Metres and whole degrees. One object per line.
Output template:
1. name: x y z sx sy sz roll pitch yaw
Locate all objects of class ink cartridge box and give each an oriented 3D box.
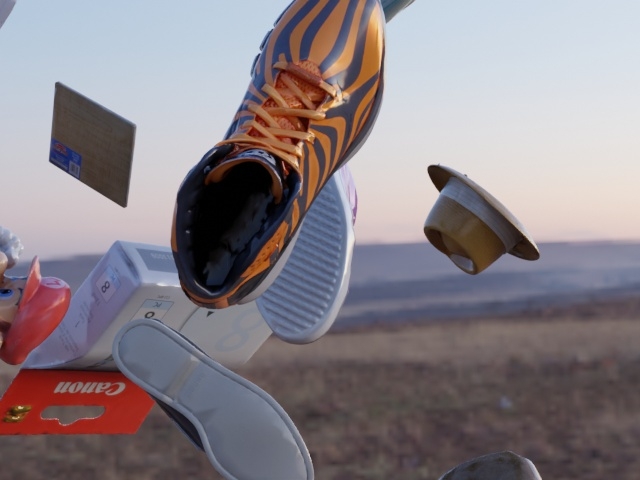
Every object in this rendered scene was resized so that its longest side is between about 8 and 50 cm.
1. ink cartridge box: -0.254 0.172 2.164 0.308 0.091 0.385 7 -51 -49

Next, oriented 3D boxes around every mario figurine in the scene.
1. mario figurine: -0.471 0.050 1.933 0.320 0.198 0.170 4 -22 -3

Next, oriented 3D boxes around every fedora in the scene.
1. fedora: 0.183 -0.013 1.932 0.194 0.079 0.194 41 -6 5

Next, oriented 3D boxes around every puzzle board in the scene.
1. puzzle board: -0.242 -0.103 1.653 0.128 0.096 0.011 30 34 33

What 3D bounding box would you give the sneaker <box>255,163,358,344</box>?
1. sneaker: 0.001 0.000 1.594 0.102 0.282 0.161 -6 -32 14

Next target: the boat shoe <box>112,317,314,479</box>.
1. boat shoe: -0.086 0.141 1.302 0.206 0.075 0.065 41 -5 3

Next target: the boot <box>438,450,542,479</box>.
1. boot: 0.144 0.360 1.899 0.305 0.115 0.112 -30 -40 21

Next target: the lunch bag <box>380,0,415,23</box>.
1. lunch bag: 0.105 -0.335 1.736 0.224 0.108 0.279 -39 3 41

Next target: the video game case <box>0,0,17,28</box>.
1. video game case: -0.410 -0.263 1.782 0.025 0.204 0.285 26 26 -27

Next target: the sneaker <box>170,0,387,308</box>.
1. sneaker: -0.028 -0.086 1.318 0.124 0.321 0.180 22 -2 2
